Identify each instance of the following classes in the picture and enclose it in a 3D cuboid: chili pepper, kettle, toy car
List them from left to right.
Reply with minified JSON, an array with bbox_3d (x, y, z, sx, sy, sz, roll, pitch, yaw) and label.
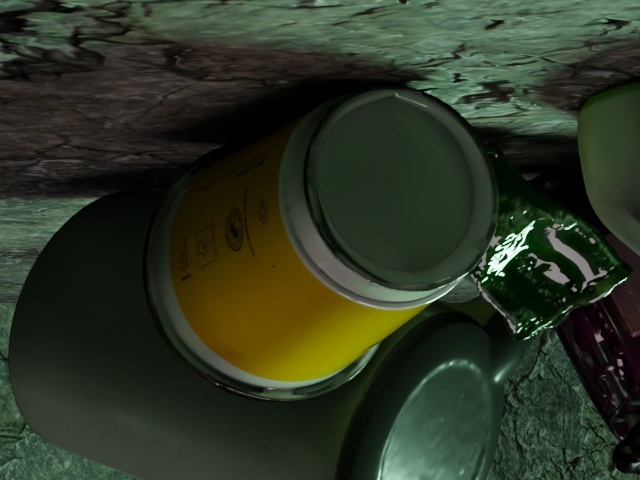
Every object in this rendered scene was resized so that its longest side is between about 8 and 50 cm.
[{"bbox_3d":[-0.019,0.087,1.365,0.376,0.250,0.361,18,-130,36],"label":"kettle"},{"bbox_3d":[0.158,-0.004,1.197,0.108,0.062,0.216,-33,125,8],"label":"chili pepper"},{"bbox_3d":[0.325,0.044,1.414,0.240,0.271,0.341,-26,167,0],"label":"toy car"}]

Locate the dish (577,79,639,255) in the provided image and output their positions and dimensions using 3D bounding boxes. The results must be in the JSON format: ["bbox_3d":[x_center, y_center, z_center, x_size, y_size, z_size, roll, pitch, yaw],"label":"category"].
[{"bbox_3d":[0.321,-0.002,1.026,0.324,0.124,0.324,11,171,2],"label":"dish"}]

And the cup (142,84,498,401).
[{"bbox_3d":[0.000,0.000,1.057,0.196,0.196,0.279,0,166,-23],"label":"cup"}]
